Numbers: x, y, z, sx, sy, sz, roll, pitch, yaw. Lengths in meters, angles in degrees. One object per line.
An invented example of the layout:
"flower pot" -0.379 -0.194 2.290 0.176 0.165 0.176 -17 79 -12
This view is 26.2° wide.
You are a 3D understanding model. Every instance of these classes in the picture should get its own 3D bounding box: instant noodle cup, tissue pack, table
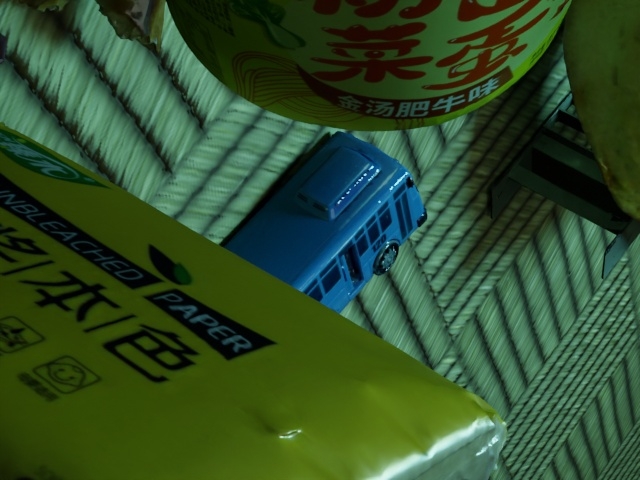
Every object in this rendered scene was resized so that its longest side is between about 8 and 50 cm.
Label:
"instant noodle cup" 0.030 -0.209 0.677 0.311 0.311 0.221 -47 163 -21
"tissue pack" -0.153 0.107 0.683 0.293 0.382 0.228 -16 128 -52
"table" 0.293 -0.066 1.496 0.175 0.146 0.062 -47 152 -23

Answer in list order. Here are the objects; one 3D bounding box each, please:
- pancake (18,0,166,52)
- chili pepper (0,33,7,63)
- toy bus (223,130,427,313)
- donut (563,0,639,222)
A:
"pancake" -0.137 -0.219 0.729 0.257 0.056 0.212 8 110 -60
"chili pepper" -0.281 -0.060 0.441 0.229 0.251 0.305 -61 152 -6
"toy bus" 0.000 0.000 1.142 0.184 0.090 0.106 -47 149 -20
"donut" 0.419 -0.182 1.381 0.378 0.163 0.435 -33 113 -37
